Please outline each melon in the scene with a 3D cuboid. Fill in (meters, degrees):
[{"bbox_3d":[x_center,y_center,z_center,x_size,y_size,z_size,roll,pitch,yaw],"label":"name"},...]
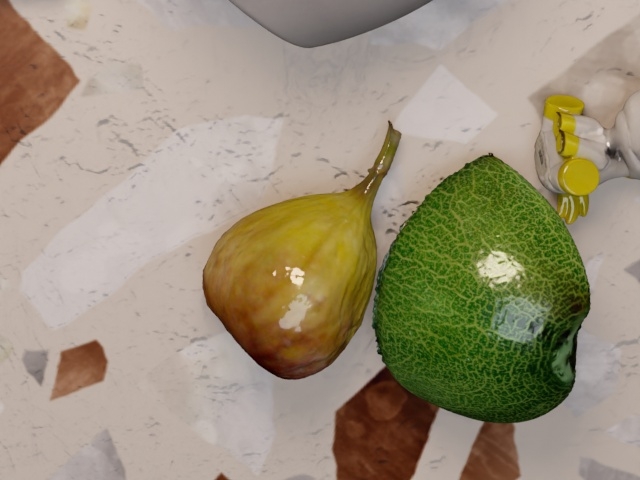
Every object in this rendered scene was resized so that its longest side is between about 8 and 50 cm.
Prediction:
[{"bbox_3d":[0.148,0.074,1.810,0.129,0.169,0.265,-13,121,-36],"label":"melon"}]

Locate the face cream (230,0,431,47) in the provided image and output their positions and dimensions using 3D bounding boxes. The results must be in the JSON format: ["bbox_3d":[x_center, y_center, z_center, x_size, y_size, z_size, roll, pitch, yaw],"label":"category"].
[{"bbox_3d":[0.036,-0.349,1.579,0.312,0.219,0.357,40,105,-20],"label":"face cream"}]

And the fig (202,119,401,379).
[{"bbox_3d":[0.000,0.000,1.812,0.159,0.159,0.257,32,95,-17],"label":"fig"}]

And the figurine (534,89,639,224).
[{"bbox_3d":[0.287,-0.087,1.808,0.178,0.109,0.129,-17,143,5],"label":"figurine"}]
